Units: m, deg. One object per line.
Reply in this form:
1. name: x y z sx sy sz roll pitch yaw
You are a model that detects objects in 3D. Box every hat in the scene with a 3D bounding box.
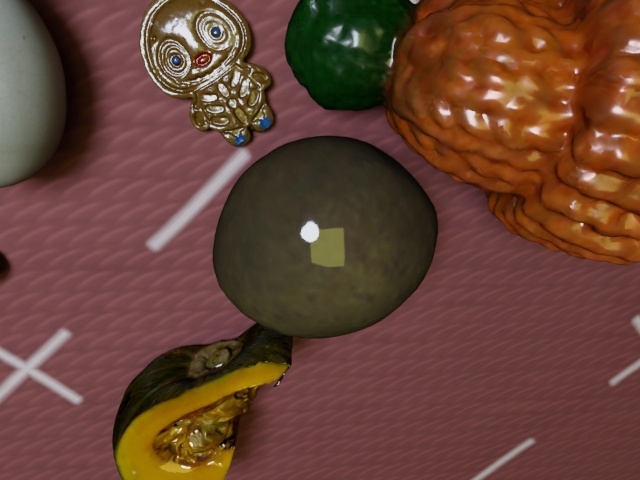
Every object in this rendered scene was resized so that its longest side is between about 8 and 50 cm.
1. hat: 0.166 -0.155 0.374 0.401 0.285 0.284 15 108 -8

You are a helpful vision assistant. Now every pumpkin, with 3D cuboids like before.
1. pumpkin: -0.133 0.237 0.562 0.281 0.139 0.189 -21 107 4

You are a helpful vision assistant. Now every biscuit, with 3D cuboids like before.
1. biscuit: -0.122 -0.192 0.464 0.124 0.026 0.175 -34 110 7

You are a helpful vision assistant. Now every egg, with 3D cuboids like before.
1. egg: -0.328 -0.151 0.389 0.151 0.151 0.208 8 108 -9

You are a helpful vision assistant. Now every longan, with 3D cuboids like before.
1. longan: 0.000 0.000 0.459 0.247 0.214 0.246 6 149 4
